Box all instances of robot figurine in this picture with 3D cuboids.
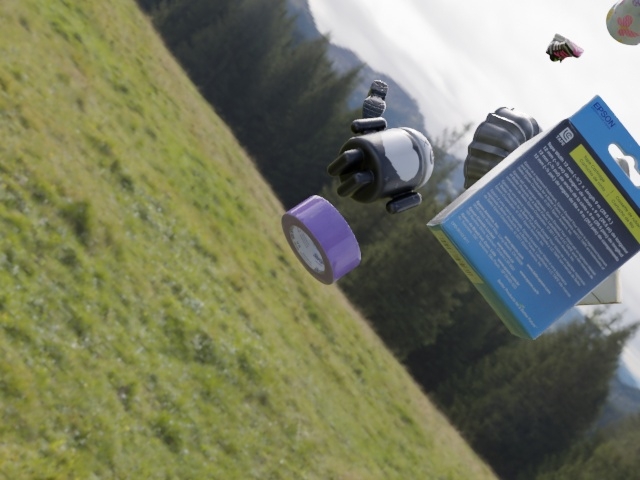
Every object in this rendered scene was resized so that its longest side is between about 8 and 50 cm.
[{"bbox_3d":[0.156,-0.188,2.051,0.278,0.209,0.174,-16,27,-36],"label":"robot figurine"}]

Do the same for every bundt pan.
[{"bbox_3d":[0.585,-0.239,2.534,0.124,0.330,0.331,23,-11,40],"label":"bundt pan"}]

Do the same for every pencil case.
[{"bbox_3d":[0.784,-0.565,1.949,0.124,0.113,0.273,56,-14,5],"label":"pencil case"}]

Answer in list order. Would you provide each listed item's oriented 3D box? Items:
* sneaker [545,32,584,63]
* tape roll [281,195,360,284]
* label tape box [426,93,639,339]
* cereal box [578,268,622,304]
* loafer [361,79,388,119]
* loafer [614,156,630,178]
[{"bbox_3d":[0.685,-0.531,2.330,0.063,0.074,0.170,28,19,-19],"label":"sneaker"},{"bbox_3d":[0.000,0.000,1.830,0.189,0.080,0.189,46,-21,24],"label":"tape roll"},{"bbox_3d":[0.394,-0.039,1.390,0.249,0.348,0.115,51,-7,-2],"label":"label tape box"},{"bbox_3d":[0.580,0.068,1.935,0.047,0.240,0.173,16,71,-50],"label":"cereal box"},{"bbox_3d":[0.145,-0.365,2.263,0.062,0.061,0.170,25,49,-1],"label":"loafer"},{"bbox_3d":[0.620,-0.066,1.789,0.102,0.092,0.268,104,-7,-58],"label":"loafer"}]
